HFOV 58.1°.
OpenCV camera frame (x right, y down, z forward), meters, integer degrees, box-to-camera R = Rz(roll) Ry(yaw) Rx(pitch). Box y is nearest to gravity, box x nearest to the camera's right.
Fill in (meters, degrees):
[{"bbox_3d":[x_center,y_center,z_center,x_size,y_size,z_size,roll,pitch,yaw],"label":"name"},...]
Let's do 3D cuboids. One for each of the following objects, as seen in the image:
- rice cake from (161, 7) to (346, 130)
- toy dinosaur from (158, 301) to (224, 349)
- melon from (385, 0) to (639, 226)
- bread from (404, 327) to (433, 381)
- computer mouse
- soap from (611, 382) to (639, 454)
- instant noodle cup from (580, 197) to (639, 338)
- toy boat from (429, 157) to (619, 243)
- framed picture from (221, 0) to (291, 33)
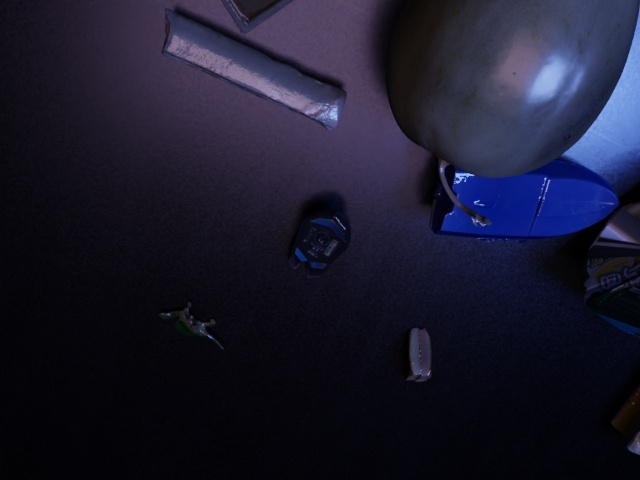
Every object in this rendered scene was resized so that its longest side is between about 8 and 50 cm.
[{"bbox_3d":[-0.089,-0.222,0.758,0.256,0.052,0.057,22,110,-11],"label":"rice cake"},{"bbox_3d":[-0.208,0.144,0.953,0.060,0.029,0.120,-31,119,30],"label":"toy dinosaur"},{"bbox_3d":[0.211,-0.214,0.658,0.308,0.271,0.272,-41,110,14],"label":"melon"},{"bbox_3d":[0.165,0.205,0.965,0.043,0.062,0.108,0,113,0],"label":"bread"},{"bbox_3d":[0.000,0.000,0.870,0.079,0.047,0.135,31,124,-2],"label":"computer mouse"},{"bbox_3d":[0.651,0.257,0.984,0.174,0.089,0.274,17,115,-11],"label":"soap"},{"bbox_3d":[0.521,0.065,0.813,0.178,0.240,0.240,36,111,-29],"label":"instant noodle cup"},{"bbox_3d":[0.303,-0.061,0.832,0.296,0.088,0.129,2,116,-14],"label":"toy boat"},{"bbox_3d":[-0.044,-0.388,0.668,0.260,0.023,0.189,-26,114,23],"label":"framed picture"}]
